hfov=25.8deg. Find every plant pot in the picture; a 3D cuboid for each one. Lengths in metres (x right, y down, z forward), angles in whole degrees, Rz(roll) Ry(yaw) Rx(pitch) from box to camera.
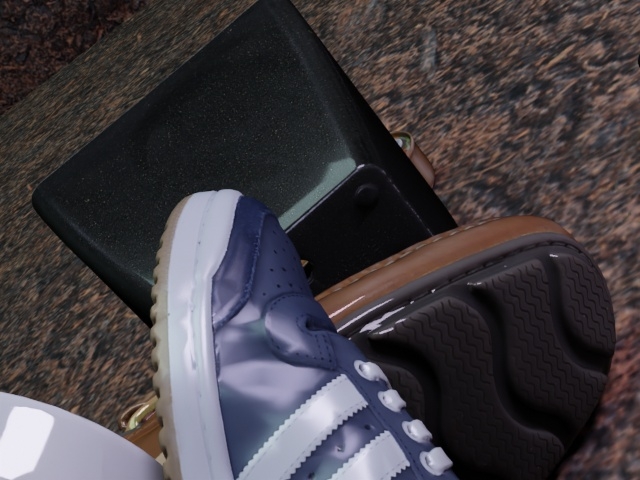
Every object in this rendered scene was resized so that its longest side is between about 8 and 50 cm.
[{"bbox_3d":[-0.015,0.008,0.767,0.188,0.187,0.167,-41,33,-1],"label":"plant pot"}]

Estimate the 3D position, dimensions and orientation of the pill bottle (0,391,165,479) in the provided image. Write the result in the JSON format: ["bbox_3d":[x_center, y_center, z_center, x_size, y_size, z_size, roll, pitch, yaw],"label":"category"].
[{"bbox_3d":[-0.129,0.187,0.410,0.152,0.152,0.272,-21,41,42],"label":"pill bottle"}]

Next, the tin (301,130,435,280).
[{"bbox_3d":[0.000,0.000,0.946,0.190,0.040,0.106,-45,24,-13],"label":"tin"}]

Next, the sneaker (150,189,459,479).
[{"bbox_3d":[0.035,0.095,0.443,0.153,0.099,0.282,-13,57,6],"label":"sneaker"}]

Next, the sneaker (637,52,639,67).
[{"bbox_3d":[0.231,-0.138,0.758,0.132,0.086,0.228,-30,23,31],"label":"sneaker"}]

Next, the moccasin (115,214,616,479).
[{"bbox_3d":[-0.036,0.117,0.611,0.380,0.139,0.147,-41,22,-5],"label":"moccasin"}]
